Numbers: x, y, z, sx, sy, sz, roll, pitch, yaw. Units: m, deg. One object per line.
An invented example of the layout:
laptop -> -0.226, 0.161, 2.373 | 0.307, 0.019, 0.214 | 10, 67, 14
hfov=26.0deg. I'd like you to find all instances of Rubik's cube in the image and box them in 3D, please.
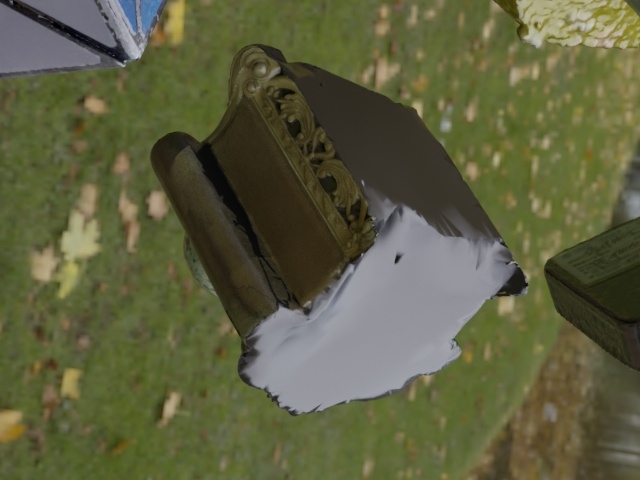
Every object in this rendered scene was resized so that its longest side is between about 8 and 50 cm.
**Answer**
Rubik's cube -> -0.313, -0.342, 1.467 | 0.260, 0.254, 0.259 | -73, 150, -43

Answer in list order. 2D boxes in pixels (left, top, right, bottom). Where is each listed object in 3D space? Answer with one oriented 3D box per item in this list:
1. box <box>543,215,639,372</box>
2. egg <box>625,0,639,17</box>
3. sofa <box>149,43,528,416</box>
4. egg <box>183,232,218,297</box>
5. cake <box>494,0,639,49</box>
box -> 0.390, -0.002, 1.249 | 0.211, 0.350, 0.058 | -132, -162, -71
egg -> 0.187, -0.179, 0.296 | 0.428, 0.345, 0.345 | 69, 26, -16
sofa -> 0.000, 0.000, 1.050 | 0.258, 0.182, 0.200 | 14, 40, -53
egg -> -0.083, 0.006, 1.591 | 0.172, 0.132, 0.132 | 5, 92, -62
cake -> 0.203, -0.242, 1.022 | 0.260, 0.156, 0.179 | -7, 130, -37
